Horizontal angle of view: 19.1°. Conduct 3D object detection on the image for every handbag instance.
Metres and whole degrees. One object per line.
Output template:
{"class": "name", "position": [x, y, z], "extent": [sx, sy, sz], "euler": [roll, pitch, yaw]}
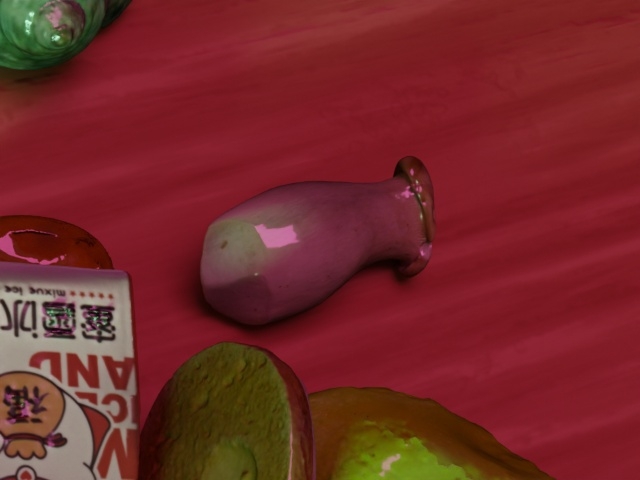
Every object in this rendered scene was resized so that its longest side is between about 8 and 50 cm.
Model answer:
{"class": "handbag", "position": [-0.203, 0.167, 1.209], "extent": [0.171, 0.151, 0.298], "euler": [5, 63, -26]}

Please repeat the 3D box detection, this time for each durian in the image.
{"class": "durian", "position": [0.073, 0.238, 1.252], "extent": [0.256, 0.204, 0.339], "euler": [-1, 60, -10]}

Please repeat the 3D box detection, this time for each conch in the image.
{"class": "conch", "position": [-0.211, -0.210, 1.447], "extent": [0.176, 0.122, 0.188], "euler": [30, 54, -34]}

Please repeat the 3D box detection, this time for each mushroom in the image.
{"class": "mushroom", "position": [0.001, 0.000, 1.429], "extent": [0.212, 0.088, 0.097], "euler": [-13, 77, -35]}

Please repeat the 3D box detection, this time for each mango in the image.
{"class": "mango", "position": [-0.205, 0.019, 1.348], "extent": [0.127, 0.063, 0.077], "euler": [16, 65, -13]}

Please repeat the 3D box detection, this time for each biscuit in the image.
{"class": "biscuit", "position": [-0.065, 0.169, 1.230], "extent": [0.049, 0.181, 0.208], "euler": [22, 92, -39]}
